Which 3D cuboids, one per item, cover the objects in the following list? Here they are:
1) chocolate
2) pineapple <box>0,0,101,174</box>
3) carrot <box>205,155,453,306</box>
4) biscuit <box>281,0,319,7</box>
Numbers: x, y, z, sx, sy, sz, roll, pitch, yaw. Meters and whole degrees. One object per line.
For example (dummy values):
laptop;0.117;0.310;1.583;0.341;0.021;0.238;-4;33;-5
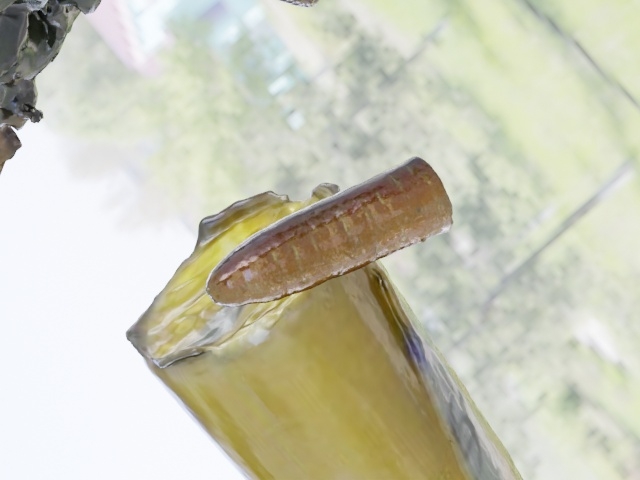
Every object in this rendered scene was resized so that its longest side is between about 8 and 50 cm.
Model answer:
chocolate;0.067;0.170;1.263;0.445;0.162;0.162;52;177;-24
pineapple;-0.152;-0.084;0.725;0.169;0.340;0.169;35;-157;-17
carrot;0.000;0.000;1.025;0.048;0.139;0.048;57;162;31
biscuit;-0.078;-0.244;1.536;0.188;0.027;0.188;31;-162;-11
